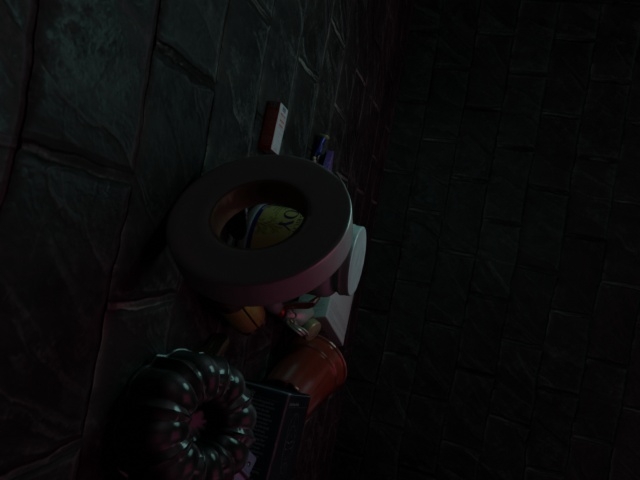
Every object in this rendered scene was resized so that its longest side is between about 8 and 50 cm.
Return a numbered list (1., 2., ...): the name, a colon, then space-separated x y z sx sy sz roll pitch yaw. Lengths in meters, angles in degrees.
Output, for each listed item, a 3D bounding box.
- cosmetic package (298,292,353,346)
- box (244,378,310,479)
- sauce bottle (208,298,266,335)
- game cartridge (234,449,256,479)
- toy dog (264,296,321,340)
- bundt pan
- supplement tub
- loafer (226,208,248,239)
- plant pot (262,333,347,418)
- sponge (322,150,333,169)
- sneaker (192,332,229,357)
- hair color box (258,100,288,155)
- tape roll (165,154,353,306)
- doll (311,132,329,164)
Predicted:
1. cosmetic package: 0.029 0.236 2.126 0.365 0.155 0.196 -73 145 -46
2. box: -0.203 0.644 1.593 0.293 0.212 0.395 58 45 -68
3. sauce bottle: -0.229 0.147 1.358 0.344 0.112 0.111 76 29 -59
4. game cartridge: -0.305 0.603 1.262 0.230 0.068 0.355 58 31 -16
5. toy dog: -0.084 0.227 1.822 0.161 0.220 0.333 -54 169 -10
6. bundt pan: -0.262 0.393 1.099 0.331 0.124 0.330 19 65 -48
7. supplement tub: -0.051 0.031 1.509 0.241 0.332 0.240 10 90 -75
8. loafer: -0.213 -0.084 1.367 0.061 0.062 0.170 -62 159 -61
9. plant pot: -0.079 0.525 1.926 0.265 0.273 0.272 -38 137 -56
10. sponge: 0.024 -0.271 2.092 0.210 0.031 0.117 -74 171 -57
11. sneaker: -0.287 0.309 1.341 0.188 0.066 0.071 -40 139 -67
12. hair color box: -0.137 -0.327 1.513 0.072 0.043 0.141 28 74 -74
13. tape roll: -0.124 -0.037 1.091 0.072 0.392 0.392 83 23 -47
14. doll: -0.012 -0.311 1.975 0.129 0.046 0.188 -29 135 -83
